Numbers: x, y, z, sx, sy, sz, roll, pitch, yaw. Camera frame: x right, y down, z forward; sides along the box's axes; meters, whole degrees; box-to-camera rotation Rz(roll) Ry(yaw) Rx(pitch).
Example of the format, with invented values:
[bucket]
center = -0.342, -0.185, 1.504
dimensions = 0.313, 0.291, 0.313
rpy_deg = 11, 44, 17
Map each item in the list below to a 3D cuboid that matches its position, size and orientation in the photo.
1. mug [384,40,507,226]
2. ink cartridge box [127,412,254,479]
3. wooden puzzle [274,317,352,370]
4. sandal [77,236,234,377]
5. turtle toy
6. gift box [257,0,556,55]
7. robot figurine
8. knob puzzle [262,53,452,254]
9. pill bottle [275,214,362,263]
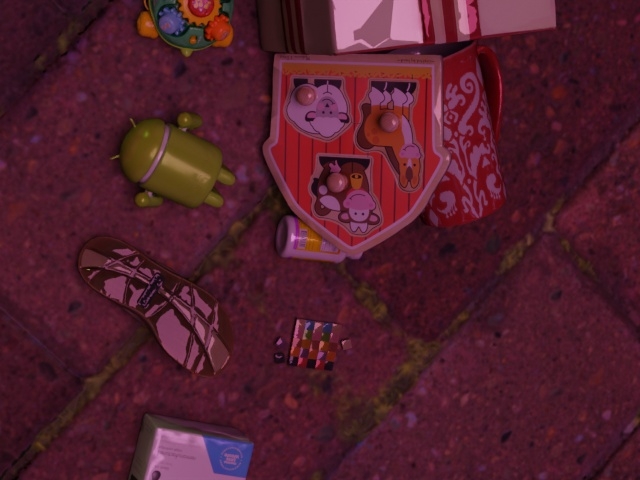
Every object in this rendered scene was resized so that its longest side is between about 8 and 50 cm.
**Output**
[mug]
center = 0.138, -0.114, 1.465
dimensions = 0.150, 0.113, 0.169
rpy_deg = -22, 108, -14
[ink cartridge box]
center = -0.140, 0.271, 1.447
dimensions = 0.104, 0.060, 0.180
rpy_deg = 12, 94, -21
[wooden puzzle]
center = -0.007, 0.106, 1.499
dimensions = 0.083, 0.006, 0.049
rpy_deg = 10, 95, -20
[sandal]
center = -0.157, 0.061, 1.422
dimensions = 0.180, 0.049, 0.072
rpy_deg = 38, 79, -6
[turtle toy]
center = -0.118, -0.237, 1.376
dimensions = 0.095, 0.066, 0.130
rpy_deg = 4, 97, -20
[gift box]
center = 0.080, -0.309, 1.333
dimensions = 0.255, 0.276, 0.258
rpy_deg = -11, 100, -23
[robot figurine]
center = -0.139, -0.073, 1.393
dimensions = 0.115, 0.067, 0.101
rpy_deg = 25, 101, -21
[knob puzzle]
center = 0.030, -0.081, 1.403
dimensions = 0.213, 0.030, 0.213
rpy_deg = 3, 99, 21
[pill bottle]
center = 0.000, 0.000, 1.466
dimensions = 0.083, 0.043, 0.043
rpy_deg = 7, 96, -21
